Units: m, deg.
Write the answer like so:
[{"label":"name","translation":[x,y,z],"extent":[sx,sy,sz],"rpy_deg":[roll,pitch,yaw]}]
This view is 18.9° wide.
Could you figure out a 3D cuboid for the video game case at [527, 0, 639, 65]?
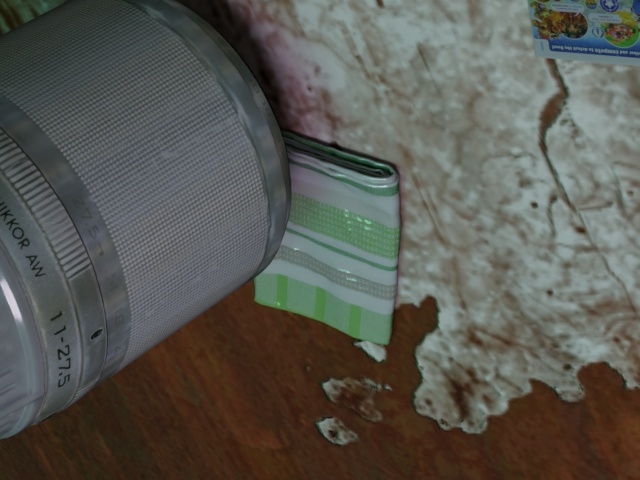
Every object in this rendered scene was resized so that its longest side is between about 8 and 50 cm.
[{"label":"video game case","translation":[0.154,-0.154,1.078],"extent":[0.087,0.011,0.122],"rpy_deg":[8,128,29]}]

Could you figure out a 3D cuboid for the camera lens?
[{"label":"camera lens","translation":[-0.172,-0.019,1.206],"extent":[0.219,0.274,0.219],"rpy_deg":[29,137,32]}]

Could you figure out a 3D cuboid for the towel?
[{"label":"towel","translation":[0.000,0.000,1.302],"extent":[0.113,0.023,0.152],"rpy_deg":[20,133,22]}]
